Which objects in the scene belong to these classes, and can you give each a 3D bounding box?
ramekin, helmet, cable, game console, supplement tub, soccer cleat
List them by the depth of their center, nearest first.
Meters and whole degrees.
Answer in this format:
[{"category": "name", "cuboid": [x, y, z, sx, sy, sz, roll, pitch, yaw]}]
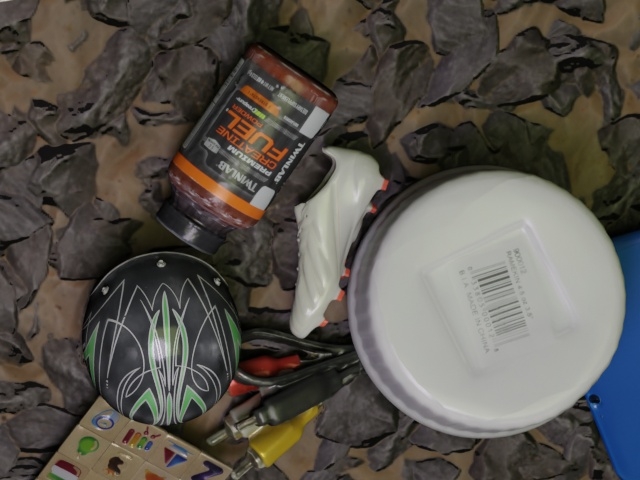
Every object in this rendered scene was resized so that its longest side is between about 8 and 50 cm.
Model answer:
[{"category": "helmet", "cuboid": [-0.152, 0.093, 1.706, 0.169, 0.161, 0.169, 0, 93, -10]}, {"category": "supplement tub", "cuboid": [-0.076, -0.084, 1.711, 0.106, 0.106, 0.198, 32, 96, -17]}, {"category": "ramekin", "cuboid": [0.166, 0.059, 1.740, 0.277, 0.135, 0.277, 0, 87, -1]}, {"category": "soccer cleat", "cuboid": [0.000, 0.000, 1.774, 0.076, 0.068, 0.196, 22, 92, -11]}, {"category": "cable", "cuboid": [0.008, 0.129, 1.826, 0.287, 0.072, 0.140, -23, 91, -18]}, {"category": "game console", "cuboid": [0.409, 0.086, 1.898, 0.250, 0.173, 0.293, -36, 112, -34]}]

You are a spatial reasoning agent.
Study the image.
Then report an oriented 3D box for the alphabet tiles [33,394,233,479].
[{"category": "alphabet tiles", "cuboid": [-0.176, 0.280, 1.806, 0.237, 0.009, 0.198, 31, 113, -18]}]
